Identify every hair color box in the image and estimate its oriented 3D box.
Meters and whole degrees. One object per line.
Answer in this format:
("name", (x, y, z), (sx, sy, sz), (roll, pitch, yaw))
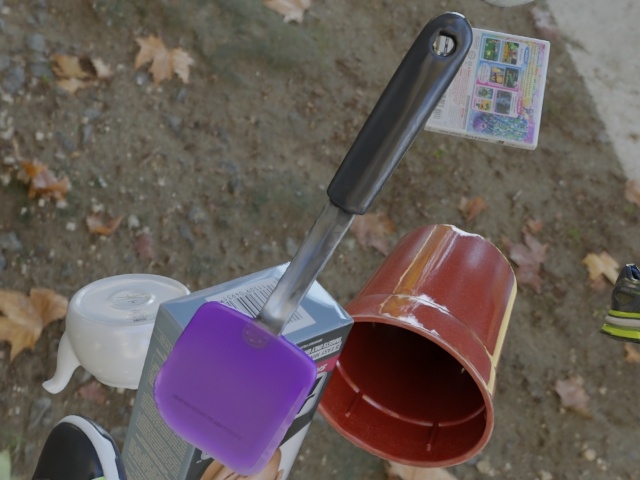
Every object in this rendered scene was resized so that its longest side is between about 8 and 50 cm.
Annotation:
("hair color box", (-0.114, 0.214, 1.078), (0.185, 0.374, 0.113), (-17, 51, -40))

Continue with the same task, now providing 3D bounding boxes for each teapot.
("teapot", (-0.336, 0.185, 1.736), (0.256, 0.187, 0.252), (10, 25, 21))

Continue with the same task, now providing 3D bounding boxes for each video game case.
("video game case", (0.215, -0.200, 1.223), (0.143, 0.019, 0.157), (11, 68, 3))

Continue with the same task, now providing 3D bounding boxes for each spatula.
("spatula", (0.000, 0.000, 0.545), (0.084, 0.296, 0.030), (31, 6, 1))

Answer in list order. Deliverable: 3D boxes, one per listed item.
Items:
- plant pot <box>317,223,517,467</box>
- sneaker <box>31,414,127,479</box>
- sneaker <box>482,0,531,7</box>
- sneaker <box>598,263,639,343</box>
("plant pot", (0.149, 0.131, 1.349), (0.272, 0.272, 0.265), (35, 44, 1))
("sneaker", (-0.200, 0.229, 0.639), (0.097, 0.084, 0.235), (27, 61, -41))
("sneaker", (0.158, -0.312, 0.812), (0.121, 0.099, 0.262), (27, 72, -25))
("sneaker", (0.520, 0.084, 1.278), (0.111, 0.300, 0.121), (12, 81, -48))
